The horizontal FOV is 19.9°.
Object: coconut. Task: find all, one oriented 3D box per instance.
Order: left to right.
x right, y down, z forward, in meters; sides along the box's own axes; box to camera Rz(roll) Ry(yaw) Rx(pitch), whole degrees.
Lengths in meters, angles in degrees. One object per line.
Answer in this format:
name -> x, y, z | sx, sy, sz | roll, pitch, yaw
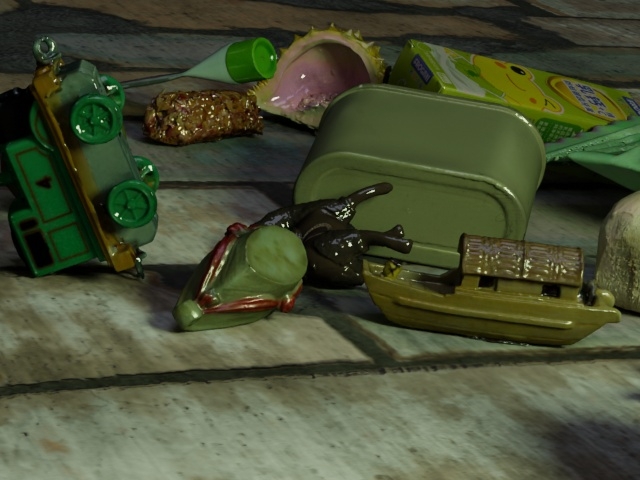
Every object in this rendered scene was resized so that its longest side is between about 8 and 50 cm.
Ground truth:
coconut -> 0.312, 0.004, 1.693 | 0.110, 0.124, 0.110 | 7, 15, -2

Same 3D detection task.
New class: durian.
durian -> 0.022, -0.171, 2.197 | 0.182, 0.165, 0.132 | -6, 46, 42

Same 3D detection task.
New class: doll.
doll -> 0.000, 0.000, 1.677 | 0.165, 0.057, 0.139 | -8, 29, 1

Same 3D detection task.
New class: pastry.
pastry -> -0.129, -0.146, 2.080 | 0.087, 0.063, 0.169 | 16, 18, 35

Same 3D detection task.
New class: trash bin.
trash bin -> 0.100, -0.065, 1.841 | 0.243, 0.121, 0.247 | 10, 20, 7

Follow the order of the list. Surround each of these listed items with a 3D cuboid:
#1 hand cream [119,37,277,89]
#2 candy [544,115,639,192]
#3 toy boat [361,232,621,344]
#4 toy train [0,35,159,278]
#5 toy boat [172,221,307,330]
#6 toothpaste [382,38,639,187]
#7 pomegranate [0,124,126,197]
hand cream -> -0.178, -0.192, 2.133 | 0.275, 0.050, 0.079 | -8, -19, 32
candy -> 0.431, -0.071, 1.897 | 0.263, 0.172, 0.398 | -6, 24, -37
toy boat -> 0.146, 0.038, 1.574 | 0.226, 0.088, 0.068 | 8, 18, -3
toy train -> -0.216, -0.060, 1.564 | 0.136, 0.227, 0.091 | -22, 19, 3
toy boat -> -0.060, 0.030, 1.545 | 0.089, 0.071, 0.185 | 55, 27, 3
toothpaste -> 0.234, -0.141, 2.076 | 0.327, 0.077, 0.110 | 10, 29, -28
pomegranate -> -0.231, -0.090, 1.751 | 0.129, 0.129, 0.159 | 22, 21, 38
